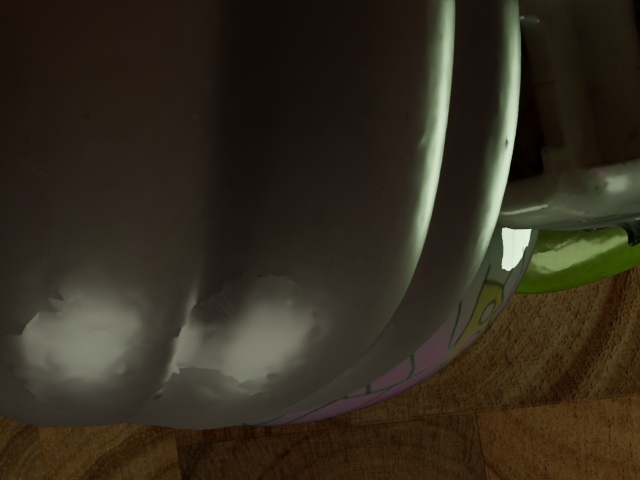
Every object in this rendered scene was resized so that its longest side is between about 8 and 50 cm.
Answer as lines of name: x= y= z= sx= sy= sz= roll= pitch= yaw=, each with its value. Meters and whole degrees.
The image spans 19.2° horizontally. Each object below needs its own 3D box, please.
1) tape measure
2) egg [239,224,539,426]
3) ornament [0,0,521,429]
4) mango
tape measure: x=0.181 y=-0.070 z=0.874 sx=0.265 sy=0.130 sz=0.258 roll=-10 pitch=175 yaw=13
egg: x=0.000 y=0.000 z=0.991 sx=0.271 sy=0.196 sz=0.196 roll=5 pitch=169 yaw=-40
ornament: x=-0.045 y=-0.044 z=0.408 sx=0.177 sy=0.177 sz=0.177 roll=-9 pitch=178 yaw=0
mango: x=0.212 y=-0.040 z=1.524 sx=0.273 sy=0.149 sz=0.185 roll=-14 pitch=175 yaw=7
